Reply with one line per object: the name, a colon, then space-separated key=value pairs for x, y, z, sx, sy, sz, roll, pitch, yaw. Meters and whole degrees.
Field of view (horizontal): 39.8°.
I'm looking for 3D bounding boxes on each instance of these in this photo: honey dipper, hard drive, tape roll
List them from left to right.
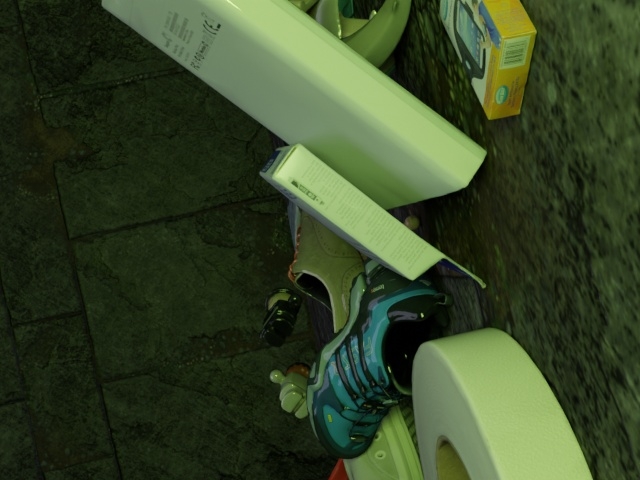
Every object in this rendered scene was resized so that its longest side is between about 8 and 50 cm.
hard drive: x=-0.039 y=-0.154 z=0.812 sx=0.353 sy=0.047 sz=0.233 roll=36 pitch=169 yaw=-10
honey dipper: x=0.101 y=-0.014 z=1.121 sx=0.161 sy=0.031 sz=0.030 roll=140 pitch=117 yaw=-79
tape roll: x=0.172 y=0.276 z=0.821 sx=0.392 sy=0.072 sz=0.391 roll=168 pitch=90 yaw=-83

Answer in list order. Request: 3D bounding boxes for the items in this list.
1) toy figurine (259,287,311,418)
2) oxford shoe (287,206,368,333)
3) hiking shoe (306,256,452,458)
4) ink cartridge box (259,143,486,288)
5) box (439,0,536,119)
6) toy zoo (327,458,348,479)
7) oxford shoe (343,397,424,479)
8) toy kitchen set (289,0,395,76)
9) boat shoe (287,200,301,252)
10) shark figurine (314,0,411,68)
toy figurine: x=0.013 y=0.172 z=1.451 sx=0.148 sy=0.213 sz=0.209 roll=-90 pitch=-13 yaw=-73
oxford shoe: x=0.000 y=0.000 z=1.279 sx=0.348 sy=0.130 sz=0.123 roll=59 pitch=173 yaw=37
hiking shoe: x=0.063 y=0.162 z=1.074 sx=0.132 sy=0.113 sz=0.303 roll=-122 pitch=41 yaw=-54
ink cartridge box: x=0.042 y=-0.016 z=0.907 sx=0.224 sy=0.045 sz=0.223 roll=36 pitch=180 yaw=-8
box: x=0.116 y=-0.165 z=0.647 sx=0.081 sy=0.028 sz=0.136 roll=86 pitch=168 yaw=-54
toy zoo: x=0.068 y=0.376 z=1.393 sx=0.293 sy=0.030 sz=0.192 roll=-63 pitch=15 yaw=2
oxford shoe: x=0.107 y=0.370 z=1.128 sx=0.169 sy=0.130 sz=0.449 roll=50 pitch=-166 yaw=-34
toy kitchen set: x=0.037 y=-0.246 z=1.079 sx=0.207 sy=0.166 sz=0.122 roll=-54 pitch=-34 yaw=-45
boat shoe: x=-0.013 y=-0.047 z=1.778 sx=0.302 sy=0.094 sz=0.109 roll=97 pitch=163 yaw=-69
shark figurine: x=0.030 y=-0.198 z=0.894 sx=0.278 sy=0.166 sz=0.116 roll=-41 pitch=12 yaw=48
